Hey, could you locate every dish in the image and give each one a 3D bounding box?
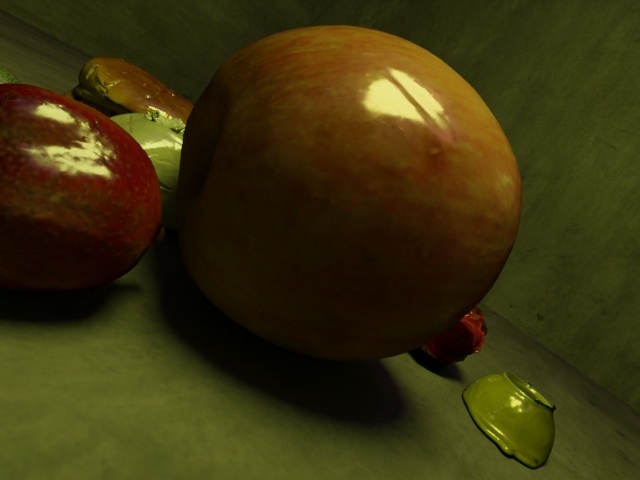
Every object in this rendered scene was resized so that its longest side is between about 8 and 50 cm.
[{"bbox_3d":[0.308,0.264,0.683,0.149,0.080,0.207,34,9,16],"label":"dish"}]

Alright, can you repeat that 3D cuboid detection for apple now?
[{"bbox_3d":[0.011,-0.056,0.526,0.346,0.391,0.391,3,23,-27],"label":"apple"}]

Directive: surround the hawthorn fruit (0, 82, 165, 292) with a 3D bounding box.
[{"bbox_3d":[-0.214,-0.037,0.364,0.169,0.169,0.188,38,13,31],"label":"hawthorn fruit"}]

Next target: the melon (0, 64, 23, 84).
[{"bbox_3d":[-0.404,-0.158,0.491,0.167,0.114,0.114,29,11,-7],"label":"melon"}]

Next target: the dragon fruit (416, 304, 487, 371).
[{"bbox_3d":[0.211,0.144,0.807,0.166,0.160,0.172,-2,12,-3],"label":"dragon fruit"}]

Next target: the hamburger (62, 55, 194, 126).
[{"bbox_3d":[-0.336,-0.227,0.863,0.290,0.170,0.314,37,8,-10],"label":"hamburger"}]

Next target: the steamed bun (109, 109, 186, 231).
[{"bbox_3d":[-0.222,-0.106,0.666,0.238,0.153,0.170,19,17,-40],"label":"steamed bun"}]
